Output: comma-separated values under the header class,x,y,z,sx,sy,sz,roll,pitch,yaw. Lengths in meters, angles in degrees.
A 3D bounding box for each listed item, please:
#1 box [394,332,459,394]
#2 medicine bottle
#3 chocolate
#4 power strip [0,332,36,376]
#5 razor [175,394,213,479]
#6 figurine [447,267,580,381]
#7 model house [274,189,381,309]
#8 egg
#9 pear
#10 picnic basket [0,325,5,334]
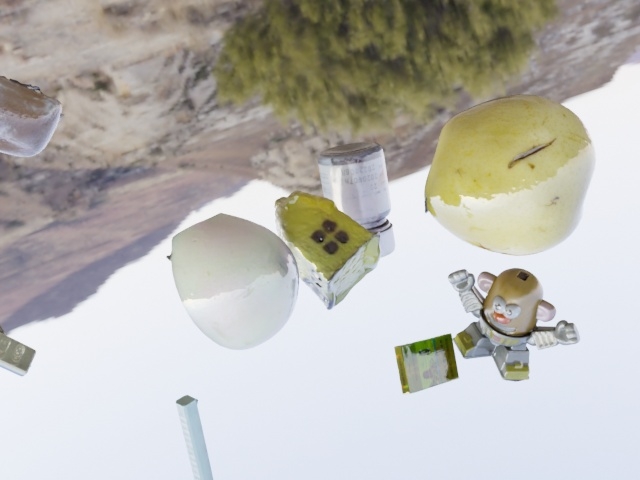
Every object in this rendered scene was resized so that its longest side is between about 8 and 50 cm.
class,x,y,z,sx,sy,sz,roll,pitch,yaw
box,0.271,0.310,2.282,0.193,0.121,0.030,-7,176,-41
medicine bottle,0.093,-0.097,2.232,0.165,0.273,0.165,-10,-164,3
chocolate,-0.611,-0.229,1.643,0.161,0.261,0.083,-52,-153,40
power strip,-0.612,0.213,1.740,0.032,0.123,0.056,-35,-149,48
razor,-0.201,0.385,1.546,0.111,0.277,0.056,15,-139,42
figurine,0.476,0.194,2.293,0.343,0.284,0.167,16,-145,0
model house,0.000,0.000,2.001,0.175,0.234,0.193,-40,161,-13
egg,-0.116,0.071,1.564,0.162,0.271,0.206,-27,-130,30
pear,0.346,-0.122,1.651,0.309,0.309,0.309,-19,-171,3
picnic basket,-0.798,0.159,1.858,0.139,0.266,0.165,-23,-166,23
